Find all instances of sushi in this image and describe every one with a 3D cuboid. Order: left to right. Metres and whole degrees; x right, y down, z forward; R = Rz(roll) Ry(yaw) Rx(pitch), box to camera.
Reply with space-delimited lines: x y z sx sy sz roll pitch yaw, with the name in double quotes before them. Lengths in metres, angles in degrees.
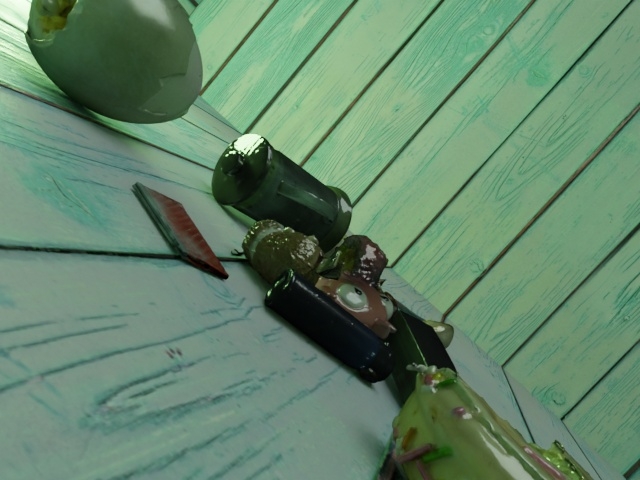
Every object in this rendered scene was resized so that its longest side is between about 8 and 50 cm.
"sushi" 0.087 0.078 1.361 0.107 0.161 0.241 40 6 -21

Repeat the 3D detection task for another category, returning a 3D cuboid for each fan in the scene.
"fan" 0.321 0.260 2.094 0.282 0.023 0.057 35 18 -43

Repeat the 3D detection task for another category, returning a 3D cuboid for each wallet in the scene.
"wallet" -0.215 -0.018 0.898 0.103 0.020 0.196 32 11 -50

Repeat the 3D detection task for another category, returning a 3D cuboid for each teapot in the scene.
"teapot" -0.081 -0.103 1.387 0.271 0.200 0.337 23 -6 46

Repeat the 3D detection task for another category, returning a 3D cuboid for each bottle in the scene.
"bottle" 0.021 0.145 0.955 0.244 0.072 0.082 38 44 -19

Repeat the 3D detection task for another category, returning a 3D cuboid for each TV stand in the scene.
"TV stand" 0.188 0.240 1.051 0.088 0.082 0.269 29 19 -21

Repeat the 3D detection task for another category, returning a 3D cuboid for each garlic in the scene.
"garlic" 0.368 0.300 1.914 0.129 0.090 0.198 28 8 23

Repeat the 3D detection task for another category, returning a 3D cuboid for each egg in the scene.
"egg" -0.378 -0.374 1.146 0.336 0.278 0.278 27 15 -45

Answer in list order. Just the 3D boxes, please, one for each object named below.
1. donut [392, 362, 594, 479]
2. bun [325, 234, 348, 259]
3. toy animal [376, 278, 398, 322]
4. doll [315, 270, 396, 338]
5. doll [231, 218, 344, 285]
"donut" 0.254 0.332 0.722 0.371 0.150 0.307 37 8 -29
"bun" 0.000 0.000 1.629 0.183 0.102 0.183 30 16 -9
"toy animal" 0.158 0.182 1.471 0.179 0.089 0.188 62 11 28
"doll" 0.044 0.119 1.114 0.262 0.093 0.211 11 26 -42
"doll" -0.050 0.036 1.018 0.221 0.115 0.105 22 -45 34
